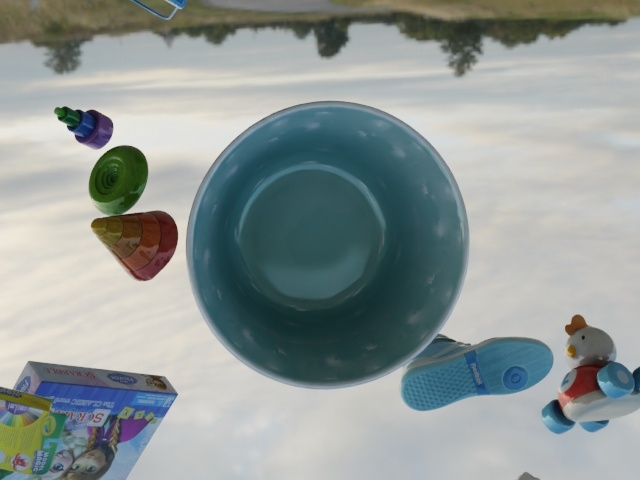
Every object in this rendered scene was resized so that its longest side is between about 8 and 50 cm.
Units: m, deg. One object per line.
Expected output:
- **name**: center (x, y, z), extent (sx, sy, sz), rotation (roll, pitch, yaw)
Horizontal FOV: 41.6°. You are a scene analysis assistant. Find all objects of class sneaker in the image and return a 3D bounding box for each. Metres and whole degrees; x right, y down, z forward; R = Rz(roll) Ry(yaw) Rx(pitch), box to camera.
- **sneaker**: center (0.314, 0.245, 1.780), extent (0.319, 0.127, 0.208), rotation (-12, -167, 3)

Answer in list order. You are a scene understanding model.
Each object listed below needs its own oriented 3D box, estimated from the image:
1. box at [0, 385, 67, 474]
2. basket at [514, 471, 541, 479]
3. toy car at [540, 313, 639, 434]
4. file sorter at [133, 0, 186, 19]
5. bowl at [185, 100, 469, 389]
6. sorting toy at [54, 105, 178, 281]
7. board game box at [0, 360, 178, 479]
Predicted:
- **box**: center (-0.444, 0.251, 1.146), extent (0.179, 0.105, 0.043), rotation (19, -168, -13)
- **basket**: center (0.332, 0.553, 1.169), extent (0.331, 0.328, 0.266), rotation (31, -114, 18)
- **toy car**: center (0.584, 0.270, 1.842), extent (0.210, 0.219, 0.238), rotation (5, -127, -31)
- **file sorter**: center (-0.246, -0.457, 1.342), extent (0.118, 0.170, 0.104), rotation (28, 167, -18)
- **bowl**: center (0.000, 0.000, 0.977), extent (0.312, 0.311, 0.163), rotation (-6, -174, -9)
- **sorting toy**: center (-0.360, -0.098, 1.377), extent (0.126, 0.127, 0.365), rotation (27, -152, -54)
- **board game box**: center (-0.476, 0.386, 1.598), extent (0.319, 0.318, 0.066), rotation (18, -162, -49)
